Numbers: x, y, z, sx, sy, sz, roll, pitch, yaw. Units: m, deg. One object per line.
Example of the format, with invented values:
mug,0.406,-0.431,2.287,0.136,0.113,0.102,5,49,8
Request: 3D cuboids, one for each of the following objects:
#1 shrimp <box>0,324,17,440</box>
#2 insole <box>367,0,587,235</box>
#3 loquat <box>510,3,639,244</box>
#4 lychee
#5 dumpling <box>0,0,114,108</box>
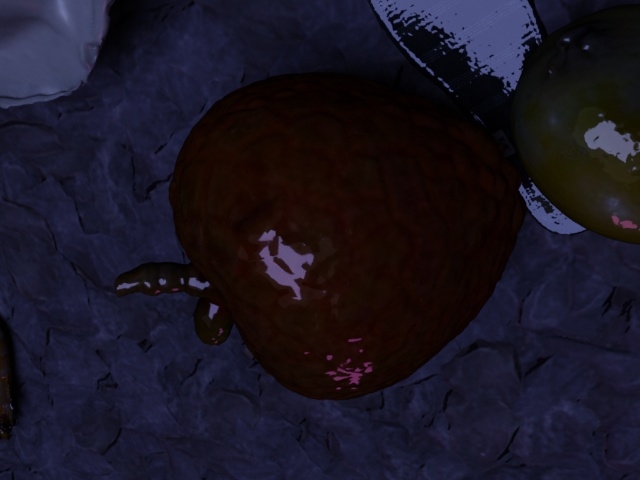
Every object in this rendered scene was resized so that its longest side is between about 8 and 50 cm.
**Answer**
shrimp,-0.411,0.152,0.879,0.124,0.034,0.178,8,114,17
insole,0.131,-0.133,0.593,0.110,0.012,0.309,-29,102,25
loquat,0.220,-0.072,0.515,0.195,0.152,0.152,39,120,-20
lychee,0.000,0.000,0.564,0.300,0.255,0.255,-32,103,-6
dumpling,-0.321,-0.245,0.595,0.341,0.181,0.260,12,129,-13
